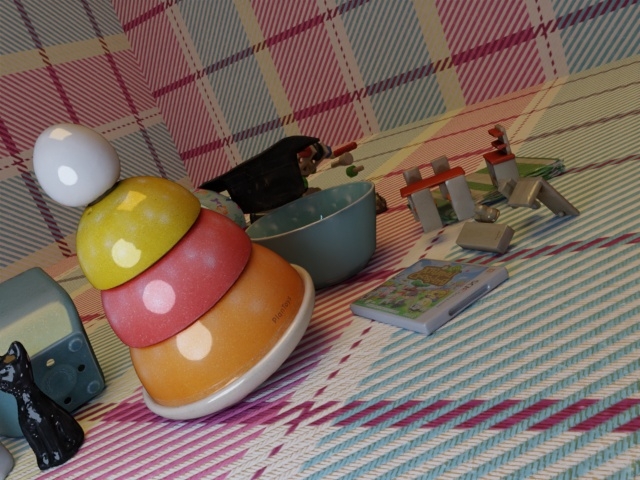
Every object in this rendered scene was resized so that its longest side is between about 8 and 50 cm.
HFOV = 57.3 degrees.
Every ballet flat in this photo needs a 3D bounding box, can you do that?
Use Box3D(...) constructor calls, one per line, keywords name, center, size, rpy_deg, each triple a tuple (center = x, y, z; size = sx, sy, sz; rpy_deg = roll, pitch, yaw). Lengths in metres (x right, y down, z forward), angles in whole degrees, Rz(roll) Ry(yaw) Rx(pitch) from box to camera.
Box3D(name="ballet flat", center=(0.139, -0.127, 1.761), size=(0.084, 0.058, 0.250), rpy_deg=(-22, 15, -5))

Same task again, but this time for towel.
Box3D(name="towel", center=(0.405, -0.133, 1.463), size=(0.325, 0.038, 0.248), rpy_deg=(-25, 15, -8))

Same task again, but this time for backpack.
Box3D(name="backpack", center=(-0.289, 0.011, 1.395), size=(0.225, 0.253, 0.191), rpy_deg=(17, 25, 22))

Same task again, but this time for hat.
Box3D(name="hat", center=(-0.132, -0.140, 1.468), size=(0.331, 0.134, 0.331), rpy_deg=(-24, -1, -1))

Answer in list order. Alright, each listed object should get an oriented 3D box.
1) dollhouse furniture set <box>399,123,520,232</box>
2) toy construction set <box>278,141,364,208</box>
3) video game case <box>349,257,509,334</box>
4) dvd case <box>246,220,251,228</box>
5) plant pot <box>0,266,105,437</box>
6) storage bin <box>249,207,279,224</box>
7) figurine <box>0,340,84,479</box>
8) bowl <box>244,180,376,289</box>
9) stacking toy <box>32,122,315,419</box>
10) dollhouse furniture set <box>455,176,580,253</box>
Box3D(name="dollhouse furniture set", center=(0.304, -0.151, 1.330), size=(0.259, 0.135, 0.262), rpy_deg=(-20, 15, 10))
Box3D(name="toy construction set", center=(-0.033, -0.176, 1.813), size=(0.237, 0.257, 0.309), rpy_deg=(-16, 24, 48))
Box3D(name="video game case", center=(0.182, 0.088, 1.018), size=(0.193, 0.023, 0.212), rpy_deg=(-29, 16, -26))
Box3D(name="dvd case", center=(-0.145, -0.088, 2.076), size=(0.239, 0.029, 0.179), rpy_deg=(-9, 20, 41))
Box3D(name="plant pot", center=(-0.571, 0.236, 1.153), size=(0.252, 0.247, 0.247), rpy_deg=(15, 36, 40))
Box3D(name="storage bin", center=(-0.140, -0.033, 1.697), size=(0.091, 0.135, 0.098), rpy_deg=(-5, 20, 21))
Box3D(name="figurine", center=(-0.533, 0.286, 0.956), size=(0.215, 0.209, 0.092), rpy_deg=(-21, 15, 3))
Box3D(name="bowl", center=(0.000, 0.000, 1.309), size=(0.312, 0.163, 0.311), rpy_deg=(-20, 15, 5))
Box3D(name="stacking toy", center=(-0.261, 0.013, 0.941), size=(0.351, 0.480, 0.350), rpy_deg=(-28, 24, 14))
Box3D(name="dollhouse furniture set", center=(0.379, -0.025, 1.136), size=(0.151, 0.123, 0.144), rpy_deg=(-62, 26, -10))
